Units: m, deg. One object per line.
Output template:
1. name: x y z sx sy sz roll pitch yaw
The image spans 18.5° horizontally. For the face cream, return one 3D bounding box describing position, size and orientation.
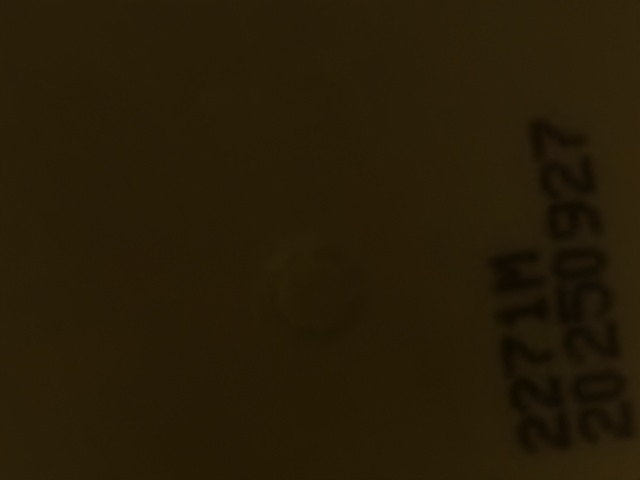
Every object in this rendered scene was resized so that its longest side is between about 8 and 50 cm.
1. face cream: 0.000 0.000 0.397 0.179 0.218 0.218 -83 179 -84
